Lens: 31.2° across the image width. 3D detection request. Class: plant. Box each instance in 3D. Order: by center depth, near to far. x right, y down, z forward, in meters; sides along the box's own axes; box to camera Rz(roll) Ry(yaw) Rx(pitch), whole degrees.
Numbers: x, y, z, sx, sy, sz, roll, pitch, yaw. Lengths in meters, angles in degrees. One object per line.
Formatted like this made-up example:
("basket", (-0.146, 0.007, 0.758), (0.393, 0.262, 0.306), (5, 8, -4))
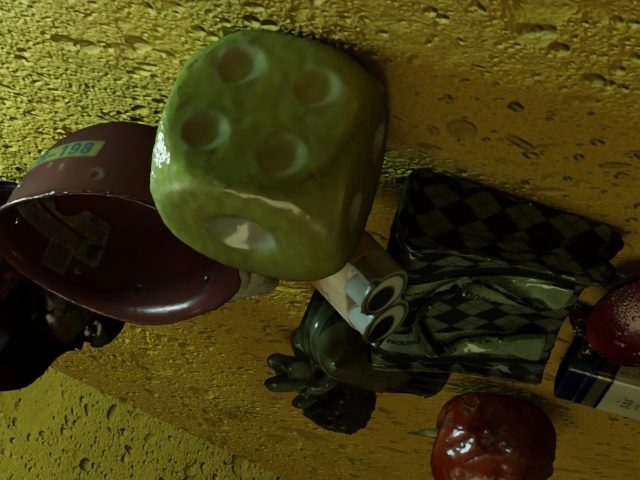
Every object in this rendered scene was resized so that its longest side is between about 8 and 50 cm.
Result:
("plant", (-0.004, 0.306, 2.394), (0.149, 0.146, 0.274), (1, 151, 42))

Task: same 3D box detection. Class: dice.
("dice", (-0.057, -0.102, 1.403), (0.238, 0.233, 0.227), (13, 155, 12))

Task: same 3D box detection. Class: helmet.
("helmet", (-0.272, -0.055, 1.685), (0.384, 0.230, 0.337), (-12, 140, 34))

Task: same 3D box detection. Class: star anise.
("star anise", (0.433, 0.137, 1.778), (0.097, 0.070, 0.191), (8, 153, 31))

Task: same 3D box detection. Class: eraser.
("eraser", (0.000, 0.000, 1.584), (0.290, 0.087, 0.171), (45, 161, 30))

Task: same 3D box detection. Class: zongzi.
("zongzi", (0.115, 0.213, 1.958), (0.289, 0.154, 0.317), (20, -167, -13))

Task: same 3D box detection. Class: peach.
("peach", (0.477, 0.136, 1.655), (0.189, 0.068, 0.279), (5, 144, 0))

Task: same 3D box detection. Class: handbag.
("handbag", (0.242, 0.077, 1.683), (0.316, 0.180, 0.416), (10, 152, 2))

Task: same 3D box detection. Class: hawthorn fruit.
("hawthorn fruit", (0.344, 0.421, 2.279), (0.262, 0.258, 0.258), (43, 152, -10))

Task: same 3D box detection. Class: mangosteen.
("mangosteen", (-0.546, 0.067, 2.055), (0.381, 0.421, 0.381), (50, 157, 31))

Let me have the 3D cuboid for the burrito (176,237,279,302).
("burrito", (-0.155, 0.005, 1.893), (0.143, 0.105, 0.299), (4, 154, 10))

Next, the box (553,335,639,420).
("box", (0.534, 0.247, 1.938), (0.259, 0.071, 0.168), (16, 157, 8))
